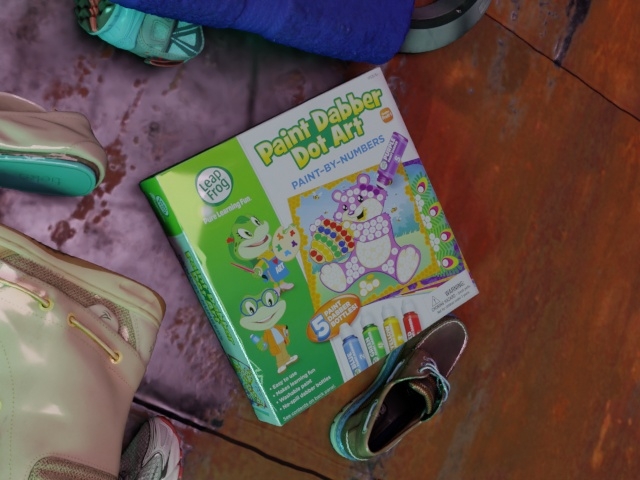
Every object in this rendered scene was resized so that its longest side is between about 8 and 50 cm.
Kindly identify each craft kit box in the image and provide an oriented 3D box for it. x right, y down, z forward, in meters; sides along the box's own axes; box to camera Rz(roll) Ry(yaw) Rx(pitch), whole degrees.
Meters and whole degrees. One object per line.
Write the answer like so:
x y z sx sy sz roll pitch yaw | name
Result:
0.000 0.000 0.803 0.249 0.061 0.247 -31 99 -25 | craft kit box

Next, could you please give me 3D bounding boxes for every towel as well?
-0.037 -0.276 0.704 0.308 0.076 0.228 2 100 -44 | towel

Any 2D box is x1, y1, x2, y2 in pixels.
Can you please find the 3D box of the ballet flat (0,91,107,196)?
-0.288 -0.082 0.655 0.248 0.086 0.086 5 85 -28 | ballet flat

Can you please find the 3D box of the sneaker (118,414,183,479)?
-0.190 0.232 0.678 0.092 0.088 0.225 41 70 -16 | sneaker

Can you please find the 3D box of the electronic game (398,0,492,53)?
0.084 -0.302 0.859 0.229 0.048 0.229 -2 95 -21 | electronic game

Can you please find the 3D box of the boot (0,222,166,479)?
-0.249 0.097 0.621 0.261 0.095 0.204 25 57 -30 | boot

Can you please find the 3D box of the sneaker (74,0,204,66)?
-0.114 -0.272 0.747 0.125 0.104 0.262 28 79 -41 | sneaker

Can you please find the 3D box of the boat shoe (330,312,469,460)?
0.091 0.143 0.834 0.066 0.066 0.183 49 69 -17 | boat shoe
